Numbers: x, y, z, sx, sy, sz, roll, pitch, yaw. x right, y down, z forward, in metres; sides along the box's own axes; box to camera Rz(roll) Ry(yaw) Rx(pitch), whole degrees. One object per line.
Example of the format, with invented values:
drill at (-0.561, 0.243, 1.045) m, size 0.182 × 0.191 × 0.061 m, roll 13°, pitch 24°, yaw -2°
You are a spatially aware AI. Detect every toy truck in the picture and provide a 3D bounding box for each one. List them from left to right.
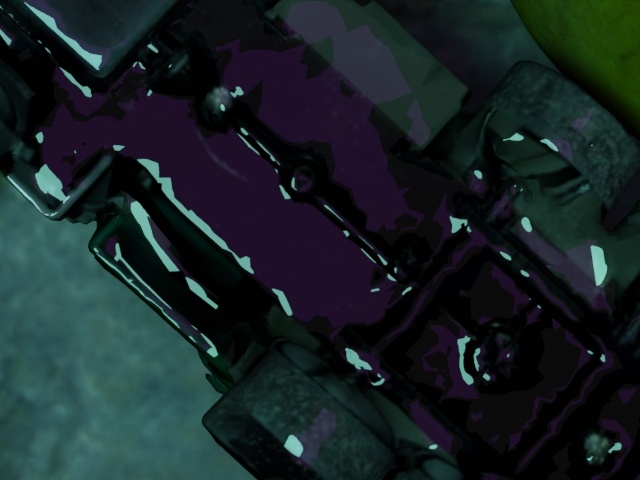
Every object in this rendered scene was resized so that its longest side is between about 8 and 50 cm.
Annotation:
toy truck at (0.000, -0.002, 0.636) m, size 0.363 × 0.178 × 0.176 m, roll 43°, pitch 83°, yaw -7°

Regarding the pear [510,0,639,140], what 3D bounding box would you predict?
pear at (0.159, -0.131, 0.616) m, size 0.212 × 0.212 × 0.269 m, roll -28°, pitch 69°, yaw 0°
